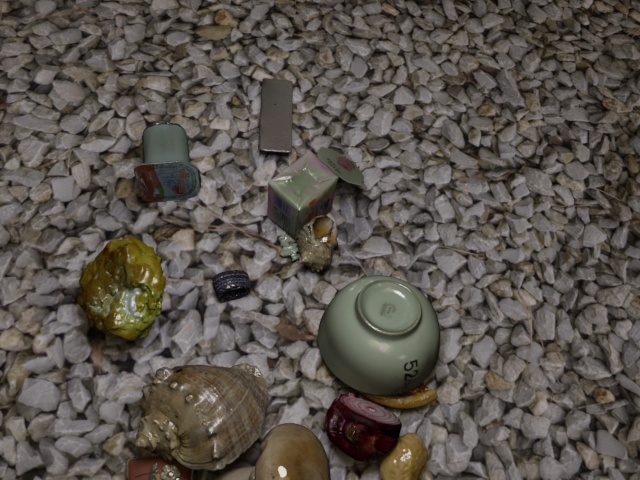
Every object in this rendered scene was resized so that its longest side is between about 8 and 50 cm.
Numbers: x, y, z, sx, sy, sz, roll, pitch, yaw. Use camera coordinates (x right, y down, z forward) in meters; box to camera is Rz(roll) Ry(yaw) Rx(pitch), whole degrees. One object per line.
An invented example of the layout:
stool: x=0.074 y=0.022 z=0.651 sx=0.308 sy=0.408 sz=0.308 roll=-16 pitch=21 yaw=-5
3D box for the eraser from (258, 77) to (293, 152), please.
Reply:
eraser: x=-0.154 y=-0.431 z=1.933 sx=0.111 sy=0.077 sz=0.353 roll=4 pitch=63 yaw=-9

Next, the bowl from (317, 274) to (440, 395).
bowl: x=0.175 y=0.229 z=1.557 sx=0.353 sy=0.185 sz=0.354 roll=3 pitch=52 yaw=-4

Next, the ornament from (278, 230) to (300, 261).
ornament: x=-0.098 y=0.022 z=1.741 sx=0.092 sy=0.041 sz=0.068 roll=37 pitch=69 yaw=-1

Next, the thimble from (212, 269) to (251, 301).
thimble: x=-0.258 y=0.128 z=1.636 sx=0.104 sy=0.095 sz=0.066 roll=-19 pitch=65 yaw=0

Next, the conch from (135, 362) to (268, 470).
conch: x=-0.292 y=0.411 z=1.408 sx=0.297 sy=0.210 sz=0.352 roll=32 pitch=60 yaw=33

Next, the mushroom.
mushroom: x=-0.118 y=0.594 z=1.349 sx=0.289 sy=0.292 sz=0.293 roll=-11 pitch=65 yaw=6

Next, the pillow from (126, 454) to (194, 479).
pillow: x=-0.395 y=0.622 z=1.389 sx=0.171 sy=0.075 sz=0.179 roll=-1 pitch=66 yaw=-9

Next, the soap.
soap: x=-0.057 y=-0.137 z=1.734 sx=0.138 sy=0.199 sz=0.182 roll=41 pitch=65 yaw=15

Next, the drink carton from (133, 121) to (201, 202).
drink carton: x=-0.475 y=-0.245 z=1.756 sx=0.190 sy=0.186 sz=0.190 roll=-7 pitch=54 yaw=-9

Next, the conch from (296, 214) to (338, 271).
conch: x=0.000 y=0.000 z=1.709 sx=0.130 sy=0.156 sz=0.207 roll=24 pitch=43 yaw=25

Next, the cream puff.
cream puff: x=-0.519 y=0.138 z=1.547 sx=0.281 sy=0.185 sz=0.282 roll=-6 pitch=73 yaw=21

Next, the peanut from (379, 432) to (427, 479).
peanut: x=0.203 y=0.628 z=1.455 sx=0.117 sy=0.101 sz=0.263 roll=6 pitch=63 yaw=23

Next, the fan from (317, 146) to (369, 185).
fan: x=0.098 y=-0.248 z=1.807 sx=0.182 sy=0.010 sz=0.310 roll=45 pitch=28 yaw=12

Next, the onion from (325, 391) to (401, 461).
onion: x=0.097 y=0.490 z=1.443 sx=0.195 sy=0.218 sz=0.140 roll=29 pitch=95 yaw=13

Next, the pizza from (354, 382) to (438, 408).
pizza: x=0.198 y=0.403 z=1.585 sx=0.270 sy=0.056 sz=0.134 roll=22 pitch=64 yaw=4
